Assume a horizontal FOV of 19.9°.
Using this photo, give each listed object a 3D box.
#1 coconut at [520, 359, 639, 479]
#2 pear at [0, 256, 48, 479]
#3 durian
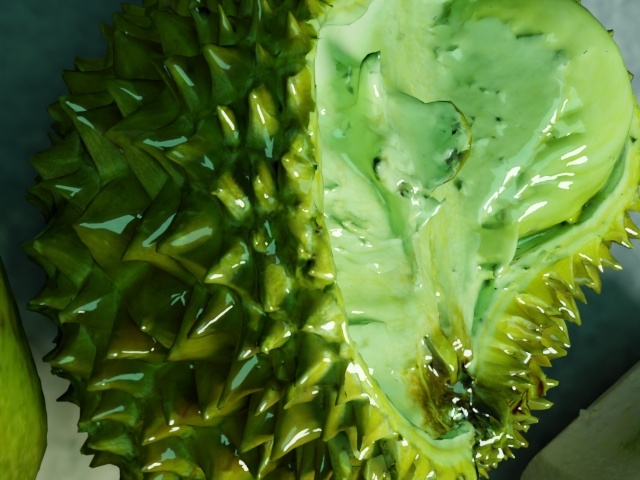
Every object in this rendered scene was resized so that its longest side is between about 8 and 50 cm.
[{"bbox_3d":[0.152,0.113,0.681,0.153,0.147,0.147,-39,100,-17],"label":"coconut"},{"bbox_3d":[-0.204,0.023,0.531,0.269,0.212,0.212,42,75,-26],"label":"pear"},{"bbox_3d":[0.001,-0.002,0.601,0.200,0.176,0.237,41,39,-11],"label":"durian"}]
